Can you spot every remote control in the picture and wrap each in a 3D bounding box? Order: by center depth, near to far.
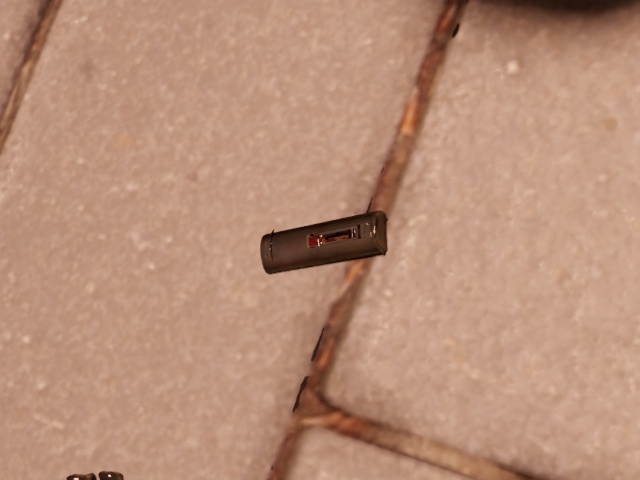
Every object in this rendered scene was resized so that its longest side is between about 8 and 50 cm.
[{"bbox_3d":[0.000,0.000,1.173,0.091,0.016,0.034,-11,73,24],"label":"remote control"}]

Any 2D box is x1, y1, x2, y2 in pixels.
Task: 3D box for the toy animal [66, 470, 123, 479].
[{"bbox_3d":[-0.218,0.240,1.174,0.217,0.073,0.176,-6,76,21],"label":"toy animal"}]
